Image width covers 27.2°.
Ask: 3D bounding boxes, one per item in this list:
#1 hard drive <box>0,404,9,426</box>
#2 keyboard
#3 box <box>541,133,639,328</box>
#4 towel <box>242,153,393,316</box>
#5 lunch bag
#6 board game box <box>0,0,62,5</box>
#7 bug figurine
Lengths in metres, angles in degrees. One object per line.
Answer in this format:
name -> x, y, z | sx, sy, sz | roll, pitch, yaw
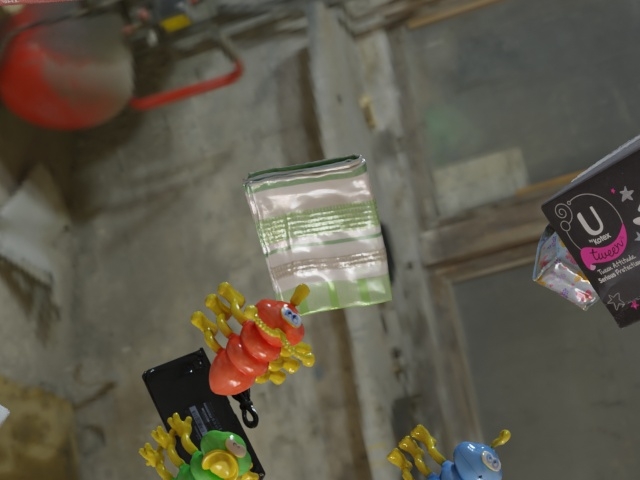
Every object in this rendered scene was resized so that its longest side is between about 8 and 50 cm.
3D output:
hard drive -> -0.376, 0.083, 0.704 | 0.353, 0.233, 0.047 | 35, 14, -4
keyboard -> -0.121, 0.203, 1.493 | 0.180, 0.108, 0.023 | 60, -18, 30
box -> 0.349, -0.054, 1.154 | 0.163, 0.247, 0.142 | -33, 90, -43
towel -> 0.000, 0.000, 1.200 | 0.023, 0.113, 0.152 | -83, 161, -61
lunch bag -> 0.263, 0.019, 1.373 | 0.071, 0.053, 0.083 | 31, 39, -8
board game box -> -0.241, -0.238, 0.949 | 0.027, 0.281, 0.145 | 105, -21, -76
bug figurine -> -0.003, 0.168, 0.998 | 0.279, 0.216, 0.072 | 36, 17, -12
